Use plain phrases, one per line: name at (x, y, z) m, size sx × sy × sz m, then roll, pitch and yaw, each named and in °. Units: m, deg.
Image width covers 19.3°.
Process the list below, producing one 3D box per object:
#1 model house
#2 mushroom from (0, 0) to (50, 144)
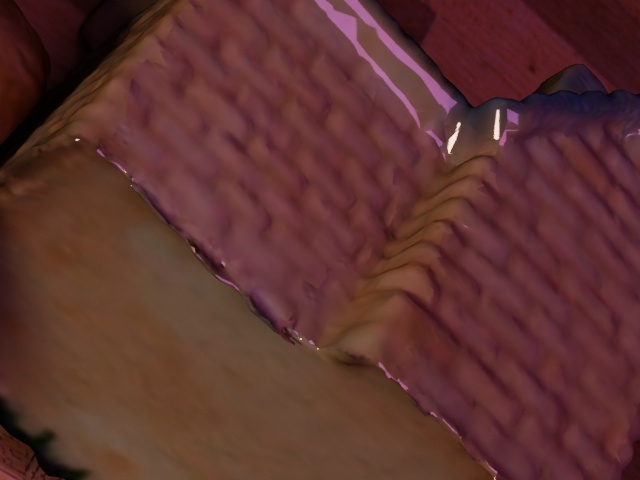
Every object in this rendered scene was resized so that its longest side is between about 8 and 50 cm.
model house at (0.000, 0.000, 1.339) m, size 0.445 × 0.395 × 0.400 m, roll 43°, pitch 54°, yaw -13°
mushroom at (-0.371, -0.166, 1.106) m, size 0.314 × 0.224 × 0.397 m, roll -42°, pitch 116°, yaw -21°
